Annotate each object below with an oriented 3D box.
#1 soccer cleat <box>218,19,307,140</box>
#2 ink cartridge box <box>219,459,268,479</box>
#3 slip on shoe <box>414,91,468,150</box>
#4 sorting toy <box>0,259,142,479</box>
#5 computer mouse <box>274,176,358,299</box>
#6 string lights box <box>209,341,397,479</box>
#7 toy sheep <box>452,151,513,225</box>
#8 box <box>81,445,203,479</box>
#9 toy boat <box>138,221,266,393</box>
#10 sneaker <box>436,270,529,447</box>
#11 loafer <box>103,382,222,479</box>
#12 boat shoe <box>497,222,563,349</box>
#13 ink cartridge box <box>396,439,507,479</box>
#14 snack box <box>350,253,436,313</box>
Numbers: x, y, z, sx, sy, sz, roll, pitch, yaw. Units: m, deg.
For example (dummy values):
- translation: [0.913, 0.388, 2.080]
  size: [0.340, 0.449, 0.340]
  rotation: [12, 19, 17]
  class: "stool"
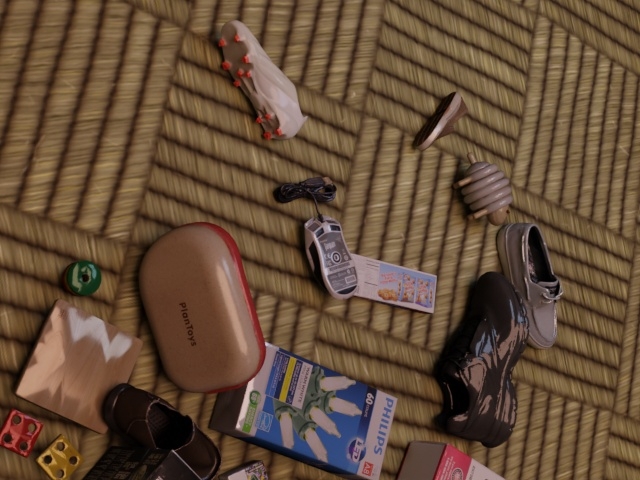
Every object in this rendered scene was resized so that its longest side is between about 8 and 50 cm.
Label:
- translation: [-0.085, -0.241, 1.638]
  size: [0.076, 0.068, 0.196]
  rotation: [-42, 114, -37]
  class: "soccer cleat"
- translation: [-0.097, 0.375, 1.562]
  size: [0.062, 0.029, 0.115]
  rotation: [-18, 94, -36]
  class: "ink cartridge box"
- translation: [0.204, -0.191, 1.840]
  size: [0.041, 0.051, 0.135]
  rotation: [47, 53, -18]
  class: "slip on shoe"
- translation: [-0.319, 0.172, 1.424]
  size: [0.132, 0.046, 0.275]
  rotation: [31, 67, -28]
  class: "sorting toy"
- translation: [0.000, 0.000, 1.676]
  size: [0.106, 0.042, 0.193]
  rotation: [-14, 86, -40]
  class: "computer mouse"
- translation: [-0.020, 0.250, 1.603]
  size: [0.259, 0.076, 0.133]
  rotation: [26, 68, -30]
  class: "string lights box"
- translation: [0.275, -0.086, 1.854]
  size: [0.091, 0.091, 0.132]
  rotation: [-26, 93, -34]
  class: "toy sheep"
- translation: [-0.204, 0.338, 1.399]
  size: [0.147, 0.180, 0.077]
  rotation: [51, 59, -19]
  class: "box"
- translation: [-0.147, 0.086, 1.520]
  size: [0.151, 0.151, 0.231]
  rotation: [-24, 100, -65]
  class: "toy boat"
- translation: [0.257, 0.187, 1.794]
  size: [0.130, 0.109, 0.286]
  rotation: [13, 74, -27]
  class: "sneaker"
- translation: [-0.195, 0.266, 1.456]
  size: [0.220, 0.078, 0.080]
  rotation: [46, 59, -43]
  class: "loafer"
- translation: [0.369, 0.078, 1.896]
  size: [0.079, 0.081, 0.228]
  rotation: [-19, 94, -35]
  class: "boat shoe"
- translation: [0.224, 0.443, 1.733]
  size: [0.237, 0.100, 0.172]
  rotation: [35, 66, -26]
  class: "ink cartridge box"
- translation: [0.109, 0.070, 1.752]
  size: [0.178, 0.022, 0.064]
  rotation: [15, 74, -32]
  class: "snack box"
